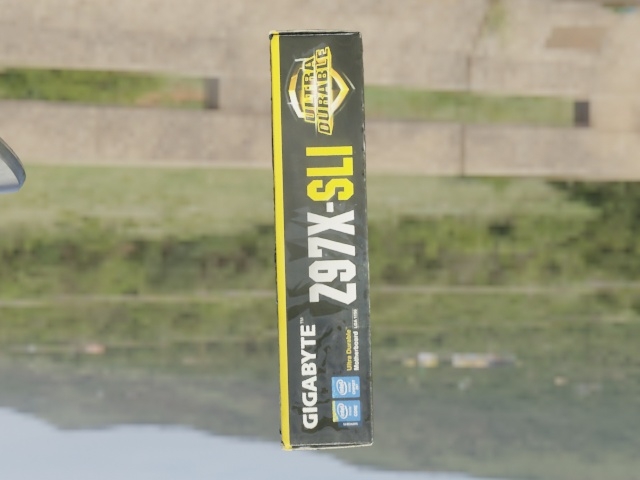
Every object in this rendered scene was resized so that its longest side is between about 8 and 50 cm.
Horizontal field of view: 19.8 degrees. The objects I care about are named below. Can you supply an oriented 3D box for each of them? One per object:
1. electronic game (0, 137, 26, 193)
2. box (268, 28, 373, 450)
[{"bbox_3d":[-0.353,-0.111,1.574,0.229,0.048,0.229,29,166,8],"label":"electronic game"},{"bbox_3d":[0.000,0.000,1.500,0.079,0.322,0.257,-1,180,-2],"label":"box"}]
